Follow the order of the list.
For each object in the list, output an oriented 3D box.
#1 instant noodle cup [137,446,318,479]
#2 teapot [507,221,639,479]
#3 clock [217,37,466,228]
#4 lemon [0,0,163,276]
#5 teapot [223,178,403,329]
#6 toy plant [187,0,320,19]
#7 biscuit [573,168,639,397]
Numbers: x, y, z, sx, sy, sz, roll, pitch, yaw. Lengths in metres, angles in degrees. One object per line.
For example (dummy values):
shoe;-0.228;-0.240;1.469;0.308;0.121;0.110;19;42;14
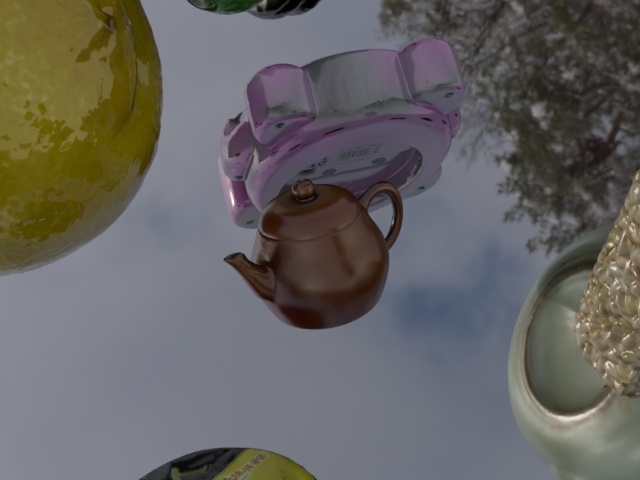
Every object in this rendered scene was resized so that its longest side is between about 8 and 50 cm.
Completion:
instant noodle cup;-0.074;0.337;0.836;0.215;0.236;0.215;-8;-148;5
teapot;0.226;0.145;0.710;0.149;0.318;0.220;16;-162;-23
clock;0.020;-0.093;0.873;0.227;0.248;0.090;-12;-108;-10
lemon;-0.298;-0.126;0.771;0.348;0.348;0.348;6;-136;-6
teapot;0.000;0.000;0.736;0.173;0.116;0.116;-27;-124;-30
toy plant;-0.068;-0.279;0.789;0.235;0.175;0.218;-14;-126;-32
biscuit;0.197;0.018;0.522;0.082;0.168;0.070;-20;-129;-15
